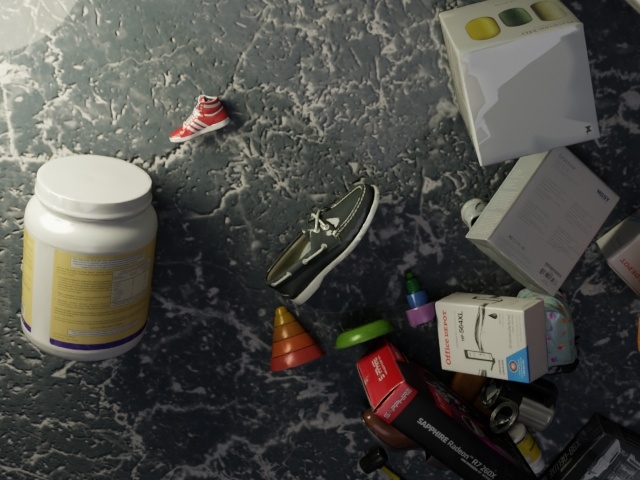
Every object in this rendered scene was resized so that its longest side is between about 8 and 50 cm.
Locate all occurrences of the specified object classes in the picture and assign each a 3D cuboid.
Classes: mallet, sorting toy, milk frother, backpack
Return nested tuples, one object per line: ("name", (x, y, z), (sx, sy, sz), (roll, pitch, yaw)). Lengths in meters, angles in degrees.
("mallet", (0.162, 0.543, 2.166), (0.062, 0.039, 0.190), (-33, 117, 16))
("sorting toy", (0.051, 0.154, 1.945), (0.365, 0.127, 0.126), (-20, 86, 7))
("milk frother", (0.406, 0.349, 1.939), (0.134, 0.143, 0.129), (24, 152, -12))
("backpack", (0.453, 0.182, 1.930), (0.152, 0.115, 0.182), (-7, 114, 7))

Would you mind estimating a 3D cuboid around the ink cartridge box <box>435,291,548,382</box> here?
("ink cartridge box", (0.335, 0.188, 1.876), (0.203, 0.086, 0.148), (2, 104, 41))

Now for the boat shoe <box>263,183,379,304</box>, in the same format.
("boat shoe", (0.000, 0.000, 1.839), (0.091, 0.114, 0.302), (28, 114, -20))

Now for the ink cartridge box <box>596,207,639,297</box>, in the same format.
("ink cartridge box", (0.670, 0.004, 1.848), (0.154, 0.093, 0.212), (42, 109, -18))

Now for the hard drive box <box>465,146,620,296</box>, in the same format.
("hard drive box", (0.414, -0.043, 1.771), (0.181, 0.089, 0.232), (39, 82, -17))

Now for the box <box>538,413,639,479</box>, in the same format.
("box", (0.674, 0.552, 2.141), (0.307, 0.076, 0.242), (28, 114, -13))

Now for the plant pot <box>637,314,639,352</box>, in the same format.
("plant pot", (0.712, 0.095, 1.705), (0.290, 0.291, 0.204), (-7, 101, 4))

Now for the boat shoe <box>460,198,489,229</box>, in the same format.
("boat shoe", (0.370, 0.003, 1.855), (0.227, 0.081, 0.079), (31, 114, -14))

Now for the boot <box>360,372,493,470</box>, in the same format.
("boot", (0.256, 0.343, 2.027), (0.264, 0.096, 0.280), (29, 112, -12))

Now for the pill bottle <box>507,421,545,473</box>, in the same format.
("pill bottle", (0.446, 0.458, 2.101), (0.065, 0.065, 0.116), (-29, 114, 15))

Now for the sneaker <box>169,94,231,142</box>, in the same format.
("sneaker", (-0.232, -0.227, 1.762), (0.118, 0.042, 0.067), (-21, 120, 3))

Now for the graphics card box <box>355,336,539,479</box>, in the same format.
("graphics card box", (0.247, 0.362, 1.886), (0.371, 0.233, 0.094), (39, 97, -14))

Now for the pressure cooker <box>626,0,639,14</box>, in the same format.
("pressure cooker", (0.634, -0.435, 1.381), (0.375, 0.420, 0.370), (-38, 148, 10))

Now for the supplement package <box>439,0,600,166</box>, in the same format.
("supplement package", (0.328, -0.283, 1.605), (0.199, 0.263, 0.198), (-14, 117, 7))

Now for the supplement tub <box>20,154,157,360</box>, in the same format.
("supplement tub", (-0.432, 0.031, 1.788), (0.241, 0.241, 0.331), (9, 117, -4))
